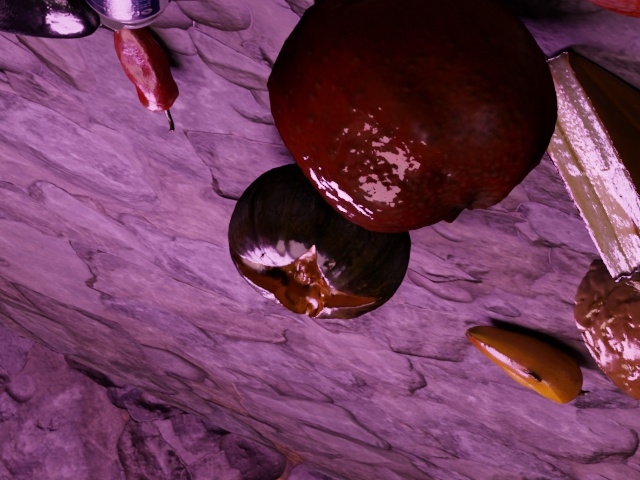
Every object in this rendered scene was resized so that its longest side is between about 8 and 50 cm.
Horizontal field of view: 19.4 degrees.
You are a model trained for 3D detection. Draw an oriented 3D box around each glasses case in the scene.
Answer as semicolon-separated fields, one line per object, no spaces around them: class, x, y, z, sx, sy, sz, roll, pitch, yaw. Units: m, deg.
glasses case;-0.385;-0.293;2.140;0.314;0.075;0.122;14;157;29

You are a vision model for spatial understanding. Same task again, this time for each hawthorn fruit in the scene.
hawthorn fruit;0.070;-0.159;1.734;0.254;0.254;0.300;-11;112;60

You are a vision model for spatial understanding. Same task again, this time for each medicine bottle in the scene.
medicine bottle;-0.193;-0.284;1.875;0.107;0.107;0.191;24;164;3

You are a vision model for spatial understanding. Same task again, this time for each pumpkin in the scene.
pumpkin;0.001;-0.003;2.319;0.238;0.159;0.238;14;157;6

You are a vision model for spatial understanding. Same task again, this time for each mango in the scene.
mango;0.285;0.166;2.571;0.187;0.066;0.101;27;170;10

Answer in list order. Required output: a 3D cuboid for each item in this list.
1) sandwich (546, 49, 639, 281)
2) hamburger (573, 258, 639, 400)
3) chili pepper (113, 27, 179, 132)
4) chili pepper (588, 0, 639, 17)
sandwich;0.266;-0.072;1.832;0.187;0.144;0.117;30;158;-15
hamburger;0.458;0.122;2.089;0.330;0.162;0.209;33;162;-10
chili pepper;-0.203;-0.201;2.207;0.059;0.050;0.191;18;148;28
chili pepper;0.261;-0.243;1.258;0.251;0.229;0.305;17;168;-37
